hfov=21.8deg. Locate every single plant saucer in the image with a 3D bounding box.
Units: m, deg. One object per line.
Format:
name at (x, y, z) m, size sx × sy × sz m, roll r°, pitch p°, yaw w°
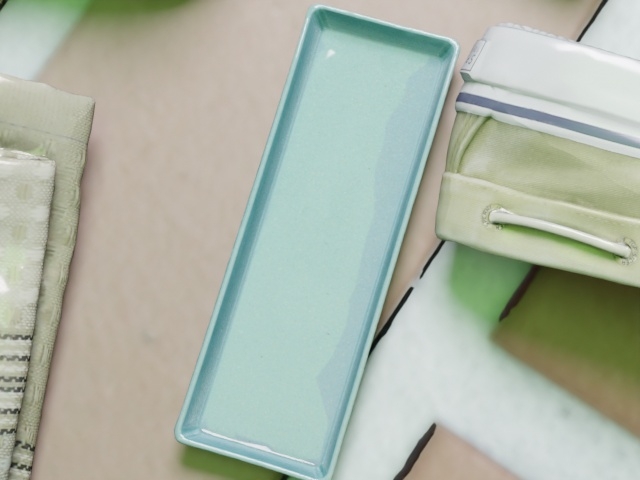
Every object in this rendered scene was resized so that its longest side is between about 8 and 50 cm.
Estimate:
plant saucer at (0.000, 0.000, 0.684) m, size 0.067 × 0.018 × 0.192 m, roll 16°, pitch 82°, yaw 8°

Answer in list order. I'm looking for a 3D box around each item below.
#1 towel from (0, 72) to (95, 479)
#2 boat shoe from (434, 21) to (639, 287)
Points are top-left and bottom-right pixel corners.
towel at (-0.259, 0.061, 0.624) m, size 0.312 × 0.056 × 0.324 m, roll 10°, pitch 82°, yaw -14°
boat shoe at (0.189, 0.002, 0.634) m, size 0.302 × 0.109 × 0.094 m, roll 19°, pitch 97°, yaw 17°
